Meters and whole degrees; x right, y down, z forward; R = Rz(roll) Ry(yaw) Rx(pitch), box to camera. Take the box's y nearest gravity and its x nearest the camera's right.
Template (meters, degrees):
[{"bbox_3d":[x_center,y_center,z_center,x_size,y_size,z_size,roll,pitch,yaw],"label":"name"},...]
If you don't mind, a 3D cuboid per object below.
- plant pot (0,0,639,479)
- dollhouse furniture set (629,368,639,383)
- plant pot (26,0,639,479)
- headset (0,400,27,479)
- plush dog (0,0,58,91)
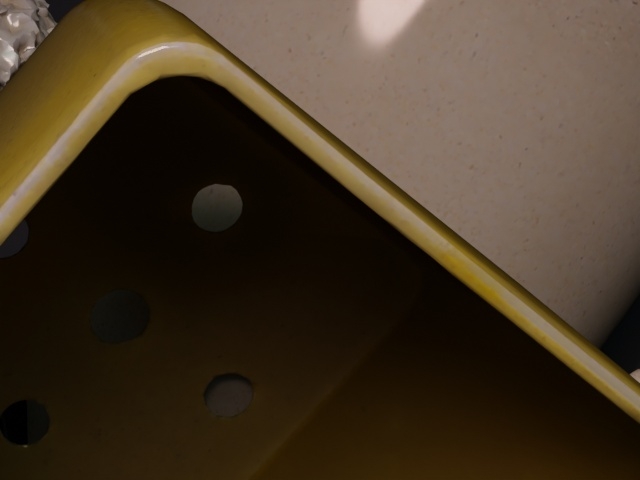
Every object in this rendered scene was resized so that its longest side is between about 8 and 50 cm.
[{"bbox_3d":[-0.040,0.058,0.482,0.212,0.187,0.212,38,101,-25],"label":"plant pot"},{"bbox_3d":[0.134,0.101,0.681,0.355,0.303,0.174,-33,49,13],"label":"dollhouse furniture set"},{"bbox_3d":[0.000,0.000,0.687,0.256,0.256,0.274,24,83,9],"label":"plant pot"},{"bbox_3d":[-0.256,-0.008,0.616,0.243,0.185,0.394,-29,104,6],"label":"headset"},{"bbox_3d":[-0.225,-0.159,0.745,0.262,0.225,0.211,3,64,-1],"label":"plush dog"}]
